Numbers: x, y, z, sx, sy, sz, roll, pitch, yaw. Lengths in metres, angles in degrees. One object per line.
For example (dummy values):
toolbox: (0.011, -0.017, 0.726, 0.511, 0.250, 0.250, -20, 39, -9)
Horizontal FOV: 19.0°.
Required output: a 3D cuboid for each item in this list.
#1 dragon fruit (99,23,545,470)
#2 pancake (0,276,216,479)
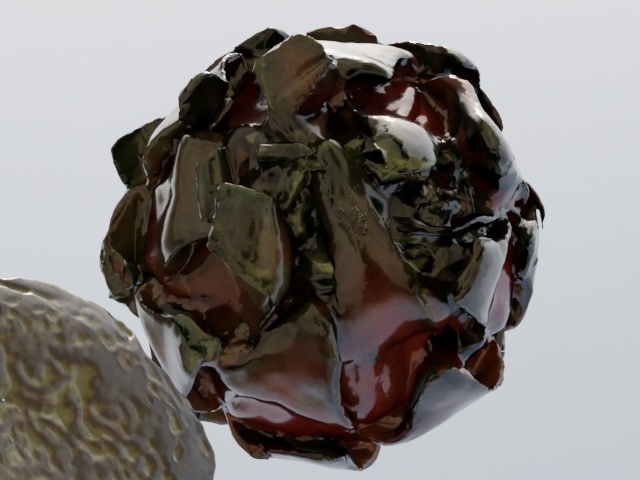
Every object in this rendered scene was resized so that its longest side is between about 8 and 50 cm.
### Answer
dragon fruit: (0.003, 0.001, 0.739, 0.182, 0.188, 0.182, 3, -82, 26)
pancake: (-0.073, 0.055, 0.487, 0.011, 0.115, 0.115, -34, -116, 40)
